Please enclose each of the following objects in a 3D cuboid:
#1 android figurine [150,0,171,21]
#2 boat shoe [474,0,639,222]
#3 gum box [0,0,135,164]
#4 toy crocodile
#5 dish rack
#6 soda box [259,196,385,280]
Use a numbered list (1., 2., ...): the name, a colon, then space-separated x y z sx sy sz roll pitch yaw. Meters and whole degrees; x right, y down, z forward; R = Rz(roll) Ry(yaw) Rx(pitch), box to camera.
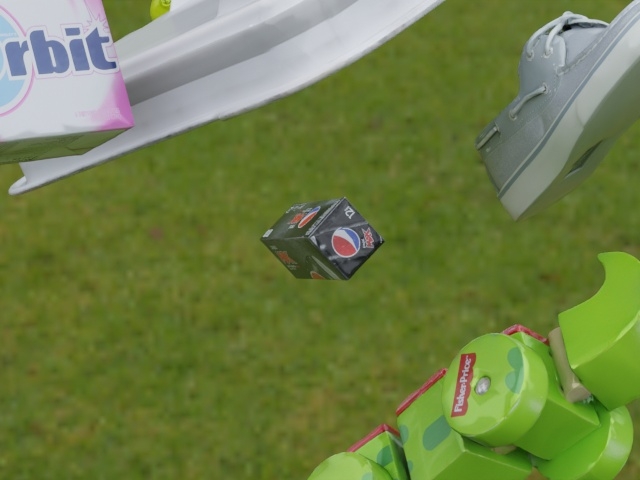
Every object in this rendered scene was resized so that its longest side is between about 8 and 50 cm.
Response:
1. android figurine: -0.083 -0.274 1.615 0.056 0.248 0.273 15 -16 19
2. boat shoe: 0.151 -0.093 1.198 0.079 0.227 0.081 -28 75 -30
3. gum box: -0.197 -0.097 1.069 0.188 0.107 0.062 -9 -8 -41
4. toy crocodile: 0.083 0.133 1.225 0.115 0.340 0.105 29 32 -37
5. dish rack: -0.043 -0.144 1.250 0.333 0.072 0.285 -17 16 44
6. soda box: 0.000 0.000 1.836 0.053 0.060 0.169 -45 11 -12
